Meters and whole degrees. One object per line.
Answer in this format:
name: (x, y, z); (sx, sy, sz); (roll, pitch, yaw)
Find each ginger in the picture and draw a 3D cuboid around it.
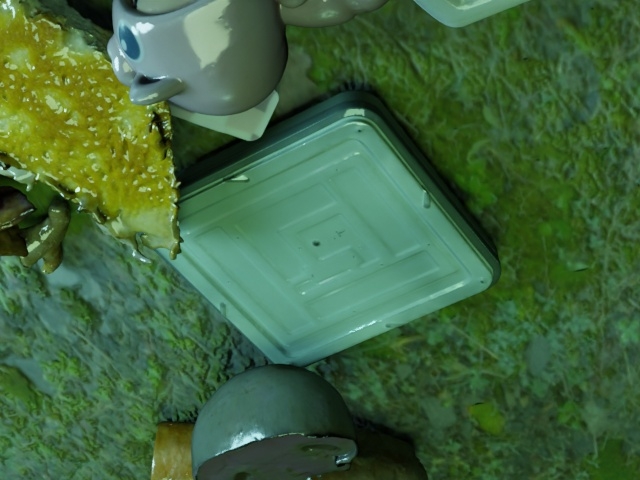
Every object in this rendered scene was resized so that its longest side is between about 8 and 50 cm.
ginger: (-0.268, -0.003, 1.338); (0.048, 0.030, 0.097); (-11, 142, -28)

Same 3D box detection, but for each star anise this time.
star anise: (-0.337, -0.032, 1.281); (0.167, 0.057, 0.168); (12, 134, 13)

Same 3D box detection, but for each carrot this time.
carrot: (-0.033, 0.270, 1.528); (0.301, 0.139, 0.139); (5, 133, -4)

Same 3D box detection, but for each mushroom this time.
mushroom: (-0.050, 0.185, 1.403); (0.188, 0.117, 0.141); (-21, 160, 32)

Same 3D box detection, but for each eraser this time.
eraser: (-0.092, -0.130, 1.219); (0.105, 0.026, 0.065); (17, 128, -15)

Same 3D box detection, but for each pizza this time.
pizza: (-0.207, -0.099, 1.200); (0.297, 0.071, 0.189); (42, 121, -17)

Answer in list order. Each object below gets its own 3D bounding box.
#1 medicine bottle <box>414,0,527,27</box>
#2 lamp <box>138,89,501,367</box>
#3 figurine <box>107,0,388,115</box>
medicine bottle: (0.083, -0.287, 0.864); (0.124, 0.324, 0.179); (-21, 127, 18)
lamp: (0.000, 0.000, 1.326); (0.266, 0.047, 0.269); (-25, 129, 23)
figurine: (-0.037, -0.212, 1.072); (0.287, 0.176, 0.186); (-20, 113, 10)
